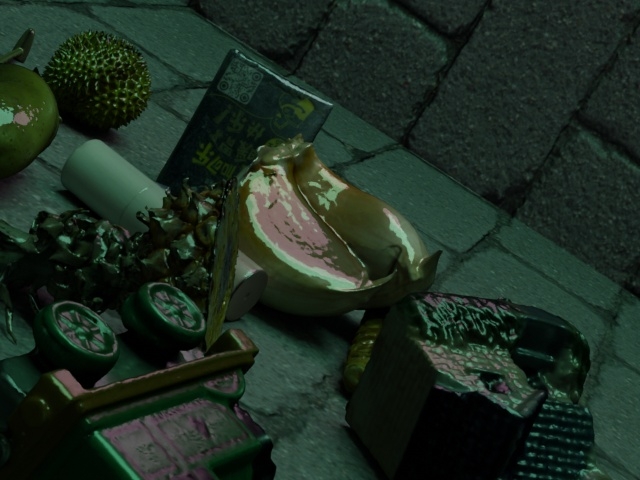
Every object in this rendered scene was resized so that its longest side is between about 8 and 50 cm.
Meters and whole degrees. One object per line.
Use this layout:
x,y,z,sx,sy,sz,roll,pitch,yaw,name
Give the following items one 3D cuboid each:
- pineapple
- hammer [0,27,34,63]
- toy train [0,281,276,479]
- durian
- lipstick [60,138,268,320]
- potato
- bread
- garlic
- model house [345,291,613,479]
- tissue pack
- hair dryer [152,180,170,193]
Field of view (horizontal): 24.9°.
-0.243,0.035,1.655,0.272,0.262,0.262,8,16,2,pineapple
-0.524,-0.315,2.440,0.028,0.060,0.195,31,19,-4,hammer
-0.168,0.187,1.324,0.249,0.178,0.429,46,19,15,toy train
-0.365,-0.263,2.366,0.198,0.159,0.146,19,14,-37,durian
-0.220,-0.017,2.010,0.327,0.087,0.087,38,17,21,lipstick
-0.438,-0.157,1.943,0.169,0.143,0.248,-7,23,3,potato
0.091,0.150,2.098,0.367,0.084,0.077,-55,131,-77,bread
0.000,0.000,2.126,0.313,0.249,0.286,48,9,9,garlic
0.225,0.242,1.776,0.298,0.243,0.284,12,26,-24,model house
-0.121,-0.147,2.264,0.185,0.257,0.081,30,3,-5,tissue pack
-0.252,-0.052,2.169,0.063,0.037,0.114,19,26,-32,hair dryer
